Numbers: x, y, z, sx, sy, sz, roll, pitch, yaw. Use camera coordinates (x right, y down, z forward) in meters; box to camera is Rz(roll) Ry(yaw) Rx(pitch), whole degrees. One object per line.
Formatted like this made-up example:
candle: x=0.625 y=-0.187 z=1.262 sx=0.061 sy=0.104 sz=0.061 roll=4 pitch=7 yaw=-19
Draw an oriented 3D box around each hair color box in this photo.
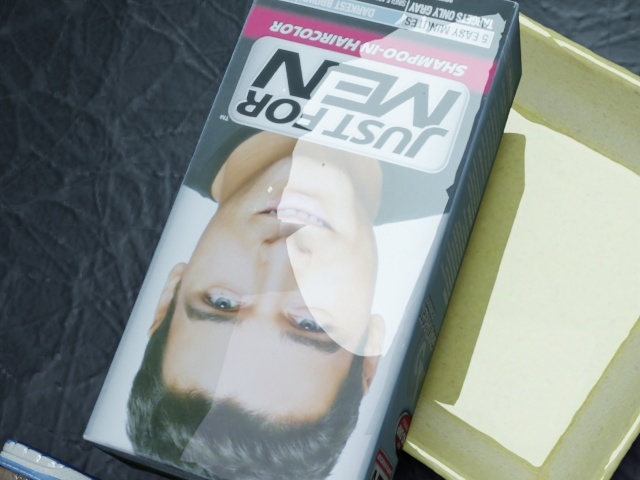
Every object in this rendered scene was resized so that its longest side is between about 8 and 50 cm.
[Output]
hair color box: x=0.000 y=0.000 z=0.906 sx=0.185 sy=0.113 sz=0.375 roll=15 pitch=74 yaw=15

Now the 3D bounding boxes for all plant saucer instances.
plant saucer: x=0.129 y=0.007 z=0.984 sx=0.332 sy=0.081 sz=0.333 roll=32 pitch=79 yaw=19

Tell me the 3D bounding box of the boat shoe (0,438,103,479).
boat shoe: x=-0.172 y=0.214 z=0.976 sx=0.183 sy=0.066 sz=0.066 roll=19 pitch=79 yaw=26
